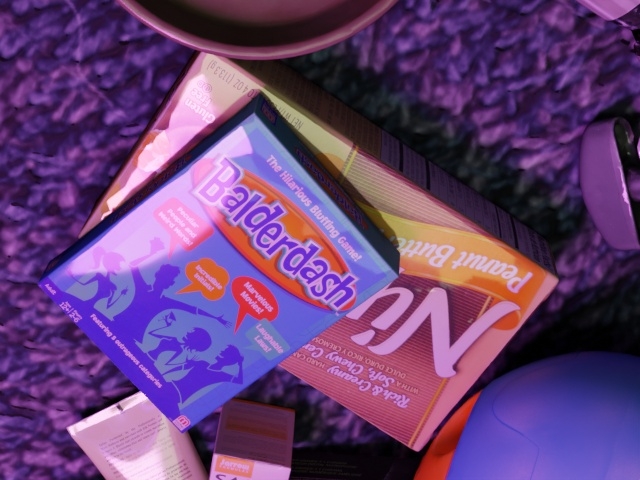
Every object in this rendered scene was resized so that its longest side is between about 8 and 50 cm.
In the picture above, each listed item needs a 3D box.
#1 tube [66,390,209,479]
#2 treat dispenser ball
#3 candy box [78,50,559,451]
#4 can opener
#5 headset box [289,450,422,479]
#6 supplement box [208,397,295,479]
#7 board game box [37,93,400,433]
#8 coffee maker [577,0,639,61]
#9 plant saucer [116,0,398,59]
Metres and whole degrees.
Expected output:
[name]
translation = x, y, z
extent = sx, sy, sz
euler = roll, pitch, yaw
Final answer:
[tube]
translation = -0.112, 0.234, 1.286
extent = 0.062, 0.070, 0.240
euler = -10, 114, 52
[treat dispenser ball]
translation = 0.207, 0.227, 1.144
extent = 0.288, 0.288, 0.288
euler = 1, 112, 1
[candy box]
translation = 0.000, 0.000, 1.168
extent = 0.316, 0.087, 0.183
euler = 33, 110, -11
[can opener]
translation = 0.280, 0.027, 1.194
extent = 0.095, 0.076, 0.283
euler = -4, 116, 38
[headset box]
translation = 0.003, 0.332, 1.206
extent = 0.131, 0.283, 0.246
euler = 1, 112, 18
[supplement box]
translation = -0.055, 0.168, 1.231
extent = 0.062, 0.098, 0.036
euler = 11, 111, -2
[board game box]
translation = -0.072, 0.020, 1.106
extent = 0.210, 0.047, 0.160
euler = -38, 106, 17
[coffee maker]
translation = 0.250, -0.207, 1.062
extent = 0.178, 0.120, 0.171
euler = 39, 107, -14
[plant saucer]
translation = -0.044, -0.265, 1.060
extent = 0.278, 0.041, 0.277
euler = -1, 99, -3
